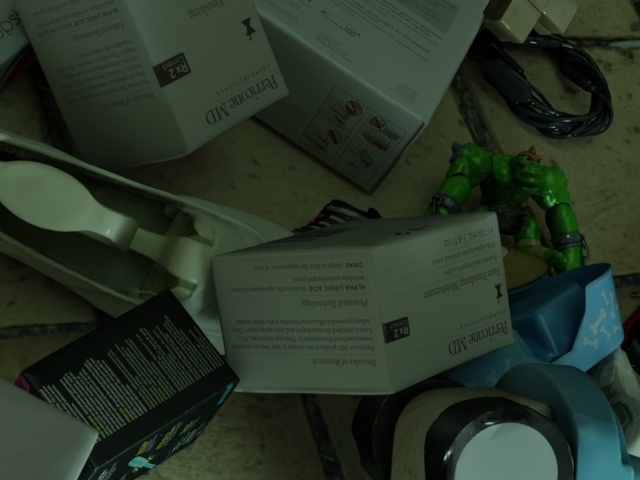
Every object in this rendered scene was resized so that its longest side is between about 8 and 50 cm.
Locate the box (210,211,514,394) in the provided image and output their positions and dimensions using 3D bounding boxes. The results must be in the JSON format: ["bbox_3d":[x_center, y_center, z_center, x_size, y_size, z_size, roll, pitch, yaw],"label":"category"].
[{"bbox_3d":[0.036,0.051,1.330,0.181,0.182,0.119,-16,100,-49],"label":"box"}]

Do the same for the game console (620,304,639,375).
[{"bbox_3d":[0.534,0.153,1.720,0.386,0.060,0.342,43,53,7],"label":"game console"}]

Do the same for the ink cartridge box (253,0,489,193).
[{"bbox_3d":[0.000,-0.246,1.663,0.309,0.130,0.272,34,47,-3],"label":"ink cartridge box"}]

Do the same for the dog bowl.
[{"bbox_3d":[0.171,0.111,1.474,0.297,0.166,0.074,-29,96,-40],"label":"dog bowl"}]

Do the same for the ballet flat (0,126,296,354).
[{"bbox_3d":[-0.161,0.005,1.374,0.400,0.139,0.139,23,49,-12],"label":"ballet flat"}]

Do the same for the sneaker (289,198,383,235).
[{"bbox_3d":[0.000,0.000,1.529,0.170,0.063,0.075,-3,49,-27],"label":"sneaker"}]

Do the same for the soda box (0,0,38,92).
[{"bbox_3d":[-0.327,-0.163,1.458,0.069,0.074,0.216,37,48,1],"label":"soda box"}]

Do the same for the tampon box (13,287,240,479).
[{"bbox_3d":[-0.171,0.136,1.289,0.161,0.120,0.101,-29,74,-40],"label":"tampon box"}]

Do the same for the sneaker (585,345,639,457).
[{"bbox_3d":[0.284,0.180,1.517,0.115,0.090,0.232,50,15,-21],"label":"sneaker"}]

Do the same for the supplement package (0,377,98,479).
[{"bbox_3d":[-0.297,0.217,1.042,0.177,0.293,0.175,29,47,-7],"label":"supplement package"}]

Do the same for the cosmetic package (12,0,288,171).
[{"bbox_3d":[-0.156,-0.179,1.465,0.151,0.151,0.183,-36,109,-43],"label":"cosmetic package"}]

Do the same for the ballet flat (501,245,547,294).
[{"bbox_3d":[0.125,0.035,1.534,0.232,0.080,0.073,-20,105,-30],"label":"ballet flat"}]

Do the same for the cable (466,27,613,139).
[{"bbox_3d":[0.261,-0.188,1.828,0.184,0.047,0.150,38,42,8],"label":"cable"}]

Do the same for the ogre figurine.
[{"bbox_3d":[0.192,-0.035,1.642,0.197,0.097,0.118,6,71,-6],"label":"ogre figurine"}]

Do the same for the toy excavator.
[{"bbox_3d":[0.260,0.318,1.282,0.445,0.222,0.433,3,91,-16],"label":"toy excavator"}]

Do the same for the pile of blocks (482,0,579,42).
[{"bbox_3d":[0.225,-0.330,1.858,0.112,0.149,0.362,39,38,-30],"label":"pile of blocks"}]
